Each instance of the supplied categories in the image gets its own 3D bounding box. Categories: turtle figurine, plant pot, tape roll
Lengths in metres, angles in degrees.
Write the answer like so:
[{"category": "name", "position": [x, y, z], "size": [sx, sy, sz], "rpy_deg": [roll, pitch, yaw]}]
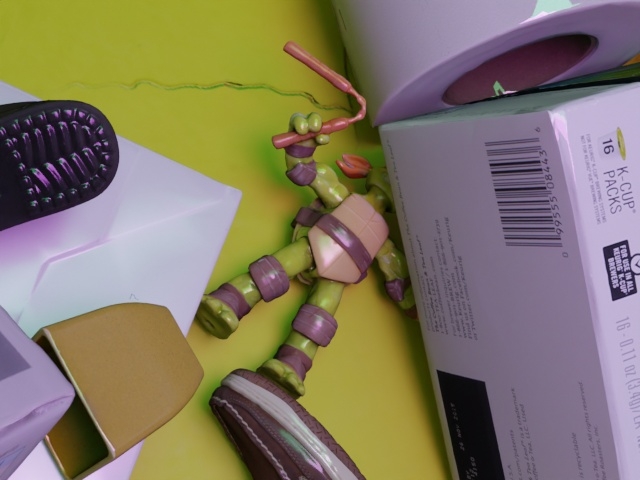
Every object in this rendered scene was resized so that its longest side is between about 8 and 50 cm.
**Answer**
[{"category": "turtle figurine", "position": [0.000, 0.000, 0.875], "size": [0.217, 0.087, 0.269], "rpy_deg": [-47, 113, -22]}, {"category": "plant pot", "position": [-0.118, 0.081, 0.653], "size": [0.083, 0.081, 0.081], "rpy_deg": [-25, 83, -37]}, {"category": "tape roll", "position": [0.134, -0.208, 0.914], "size": [0.246, 0.246, 0.169], "rpy_deg": [-12, 78, -24]}]

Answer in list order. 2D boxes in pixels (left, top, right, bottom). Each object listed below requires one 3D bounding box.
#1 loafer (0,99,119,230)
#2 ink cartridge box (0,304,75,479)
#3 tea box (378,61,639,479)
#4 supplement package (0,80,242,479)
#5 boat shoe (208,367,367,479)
[{"category": "loafer", "position": [-0.226, -0.031, 0.656], "size": [0.220, 0.078, 0.080], "rpy_deg": [-12, 106, -9]}, {"category": "ink cartridge box", "position": [-0.350, 0.099, 0.601], "size": [0.308, 0.385, 0.091], "rpy_deg": [46, 24, 7]}, {"category": "tea box", "position": [0.259, 0.034, 0.843], "size": [0.324, 0.220, 0.329], "rpy_deg": [-17, 100, -26]}, {"category": "supplement package", "position": [-0.204, 0.059, 0.750], "size": [0.204, 0.145, 0.261], "rpy_deg": [25, 65, -11]}, {"category": "boat shoe", "position": [-0.003, 0.212, 0.807], "size": [0.095, 0.095, 0.257], "rpy_deg": [-40, 90, -21]}]
